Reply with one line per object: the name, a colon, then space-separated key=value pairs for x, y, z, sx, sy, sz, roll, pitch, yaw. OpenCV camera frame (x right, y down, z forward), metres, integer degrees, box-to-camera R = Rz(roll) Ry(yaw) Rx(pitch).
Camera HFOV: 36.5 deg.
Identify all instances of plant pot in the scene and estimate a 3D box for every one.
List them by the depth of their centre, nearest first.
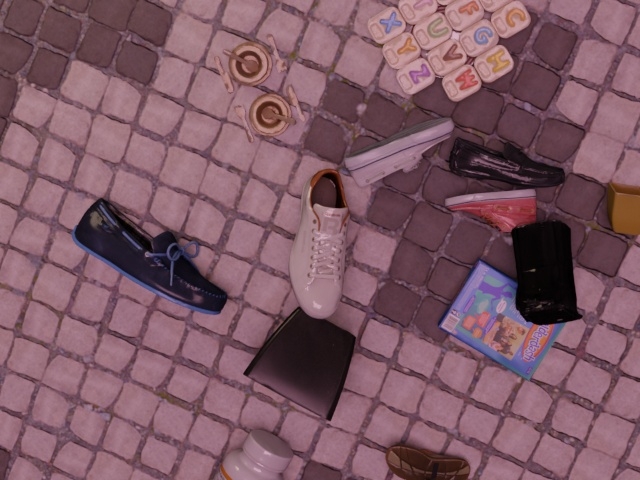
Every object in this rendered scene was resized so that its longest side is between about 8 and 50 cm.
plant pot: x=0.589 y=-0.057 z=1.853 sx=0.082 sy=0.081 sz=0.083 roll=9 pitch=108 yaw=4
plant pot: x=-0.027 y=0.229 z=1.908 sx=0.188 sy=0.187 sz=0.167 roll=27 pitch=86 yaw=2

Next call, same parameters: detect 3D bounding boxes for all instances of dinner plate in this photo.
dinner plate: x=0.240 y=-0.386 z=1.875 sx=0.141 sy=0.017 sz=0.141 roll=1 pitch=98 yaw=5

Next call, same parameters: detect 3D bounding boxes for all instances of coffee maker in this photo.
coffee maker: x=0.423 y=0.054 z=1.809 sx=0.120 sy=0.171 sz=0.178 roll=-5 pitch=71 yaw=6

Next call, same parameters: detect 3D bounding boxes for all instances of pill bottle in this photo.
pill bottle: x=-0.157 y=0.513 z=1.971 sx=0.136 sy=0.136 sz=0.245 roll=30 pitch=99 yaw=1

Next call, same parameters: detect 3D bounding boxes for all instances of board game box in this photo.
board game box: x=0.362 y=0.156 z=1.917 sx=0.210 sy=0.047 sz=0.160 roll=31 pitch=99 yaw=1

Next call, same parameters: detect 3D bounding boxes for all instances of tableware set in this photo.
tableware set: x=-0.120 y=-0.298 z=1.911 sx=0.128 sy=0.039 sz=0.194 roll=-22 pitch=95 yaw=8

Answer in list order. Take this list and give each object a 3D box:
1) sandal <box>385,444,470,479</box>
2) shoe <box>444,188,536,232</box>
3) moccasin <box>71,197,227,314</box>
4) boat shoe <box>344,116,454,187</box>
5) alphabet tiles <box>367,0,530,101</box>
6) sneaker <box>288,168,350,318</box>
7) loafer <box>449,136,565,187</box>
sandal: x=0.216 y=0.453 z=1.975 sx=0.180 sy=0.049 sz=0.072 roll=11 pitch=104 yaw=-10
shoe: x=0.333 y=-0.053 z=1.884 sx=0.178 sy=0.063 sz=0.081 roll=-5 pitch=91 yaw=2
moccasin: x=-0.331 y=0.030 z=1.928 sx=0.342 sy=0.138 sz=0.116 roll=29 pitch=95 yaw=1
boat shoe: x=0.161 y=-0.169 z=1.889 sx=0.226 sy=0.083 sz=0.075 roll=-19 pitch=107 yaw=19
alphabet tiles: x=0.244 y=-0.417 z=1.852 sx=0.278 sy=0.021 sz=0.284 roll=-29 pitch=93 yaw=8
sneaker: x=0.000 y=0.000 z=1.844 sx=0.106 sy=0.123 sz=0.290 roll=2 pitch=75 yaw=-13
loafer: x=0.360 y=-0.150 z=1.863 sx=0.223 sy=0.076 sz=0.078 roll=10 pitch=106 yaw=8
